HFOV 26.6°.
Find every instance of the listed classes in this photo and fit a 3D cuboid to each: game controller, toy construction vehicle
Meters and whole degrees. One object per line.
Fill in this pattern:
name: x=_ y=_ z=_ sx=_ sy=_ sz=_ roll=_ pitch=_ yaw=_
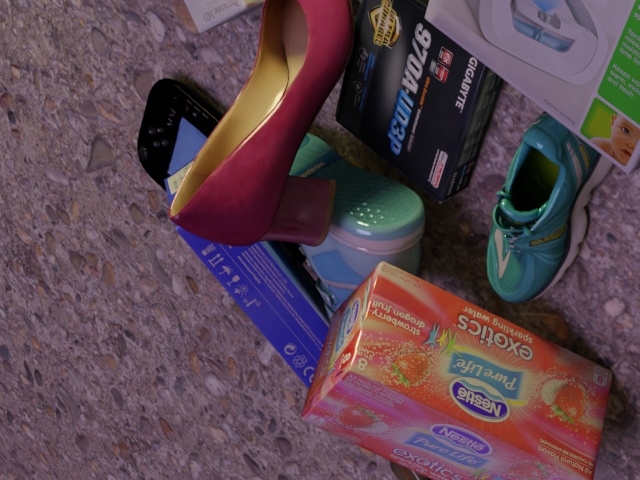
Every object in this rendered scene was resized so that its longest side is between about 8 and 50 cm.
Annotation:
game controller: x=-0.131 y=-0.083 z=1.829 sx=0.319 sy=0.067 sz=0.166 roll=40 pitch=141 yaw=23
toy construction vehicle: x=0.066 y=-0.062 z=1.638 sx=0.086 sy=0.035 sz=0.098 roll=60 pitch=153 yaw=-1

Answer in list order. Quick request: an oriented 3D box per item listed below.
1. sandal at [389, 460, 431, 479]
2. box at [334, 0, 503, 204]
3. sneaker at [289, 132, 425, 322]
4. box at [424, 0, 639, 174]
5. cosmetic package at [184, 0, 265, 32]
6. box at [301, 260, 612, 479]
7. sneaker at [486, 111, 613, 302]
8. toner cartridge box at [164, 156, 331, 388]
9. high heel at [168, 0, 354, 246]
sandal: x=0.145 y=0.372 z=1.848 sx=0.180 sy=0.049 sz=0.072 roll=54 pitch=145 yaw=6
box: x=0.109 y=-0.174 z=1.481 sx=0.175 sy=0.051 sz=0.220 roll=41 pitch=141 yaw=24
sneaker: x=0.000 y=0.000 z=1.635 sx=0.319 sy=0.127 sz=0.208 roll=33 pitch=142 yaw=43
box: x=0.249 y=-0.236 z=1.203 sx=0.262 sy=0.126 sz=0.231 roll=42 pitch=144 yaw=22
cosmetic package: x=-0.137 y=-0.375 z=1.603 sx=0.117 sy=0.085 sz=0.231 roll=-14 pitch=103 yaw=54
box: x=0.151 y=0.172 z=1.491 sx=0.300 sy=0.154 sz=0.142 roll=26 pitch=145 yaw=-9
sneaker: x=0.216 y=-0.036 z=1.405 sx=0.107 sy=0.110 sz=0.275 roll=39 pitch=141 yaw=25
toner cartridge box: x=-0.057 y=0.058 z=1.685 sx=0.348 sy=0.075 sz=0.165 roll=52 pitch=-173 yaw=-24
high heel: x=-0.067 y=-0.181 z=1.464 sx=0.127 sy=0.181 sz=0.377 roll=-17 pitch=70 yaw=54
